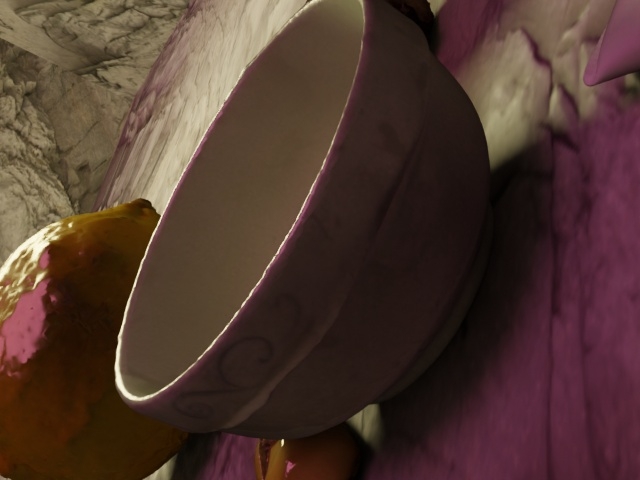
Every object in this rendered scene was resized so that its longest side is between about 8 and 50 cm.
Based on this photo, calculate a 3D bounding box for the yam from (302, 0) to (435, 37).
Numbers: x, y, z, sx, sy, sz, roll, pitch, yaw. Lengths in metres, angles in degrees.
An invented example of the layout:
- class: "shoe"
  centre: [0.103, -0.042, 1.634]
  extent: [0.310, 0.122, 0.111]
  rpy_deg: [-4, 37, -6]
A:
- class: "yam"
  centre: [-0.008, -0.135, 0.994]
  extent: [0.280, 0.131, 0.131]
  rpy_deg: [-52, 21, 32]

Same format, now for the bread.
- class: "bread"
  centre: [-0.017, 0.153, 0.729]
  extent: [0.082, 0.056, 0.115]
  rpy_deg: [-62, 18, 6]

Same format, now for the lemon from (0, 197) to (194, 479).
- class: "lemon"
  centre: [-0.226, 0.107, 1.076]
  extent: [0.322, 0.268, 0.268]
  rpy_deg: [-66, 17, -11]

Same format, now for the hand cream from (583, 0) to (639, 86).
- class: "hand cream"
  centre: [0.213, -0.157, 0.415]
  extent: [0.358, 0.118, 0.185]
  rpy_deg: [-152, 84, -79]

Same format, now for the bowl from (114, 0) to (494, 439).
- class: "bowl"
  centre: [0.000, 0.000, 0.692]
  extent: [0.307, 0.163, 0.307]
  rpy_deg: [-51, 20, 26]
